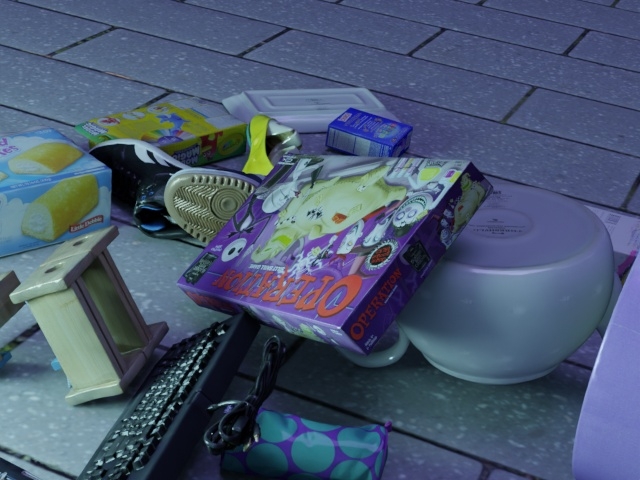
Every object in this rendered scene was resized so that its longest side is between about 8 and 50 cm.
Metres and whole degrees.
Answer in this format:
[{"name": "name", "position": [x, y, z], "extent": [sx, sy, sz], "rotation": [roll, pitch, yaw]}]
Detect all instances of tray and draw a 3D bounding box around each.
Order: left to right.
[{"name": "tray", "position": [-0.011, -0.214, 1.855], "extent": [0.270, 0.030, 0.145], "rotation": [-4, 30, -20]}]

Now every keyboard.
[{"name": "keyboard", "position": [-0.119, 0.150, 1.030], "extent": [0.201, 0.033, 0.317], "rotation": [-21, 19, 23]}]

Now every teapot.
[{"name": "teapot", "position": [0.174, 0.064, 1.194], "extent": [0.252, 0.187, 0.256], "rotation": [-23, 35, -38]}]

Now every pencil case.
[{"name": "pencil case", "position": [-0.015, 0.187, 1.050], "extent": [0.152, 0.064, 0.070], "rotation": [10, 53, 5]}]

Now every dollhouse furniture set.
[{"name": "dollhouse furniture set", "position": [-0.277, 0.086, 1.164], "extent": [0.184, 0.129, 0.129], "rotation": [-16, 19, 22]}]

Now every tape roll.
[{"name": "tape roll", "position": [0.322, 0.106, 1.050], "extent": [0.090, 0.275, 0.275], "rotation": [21, 31, 24]}]

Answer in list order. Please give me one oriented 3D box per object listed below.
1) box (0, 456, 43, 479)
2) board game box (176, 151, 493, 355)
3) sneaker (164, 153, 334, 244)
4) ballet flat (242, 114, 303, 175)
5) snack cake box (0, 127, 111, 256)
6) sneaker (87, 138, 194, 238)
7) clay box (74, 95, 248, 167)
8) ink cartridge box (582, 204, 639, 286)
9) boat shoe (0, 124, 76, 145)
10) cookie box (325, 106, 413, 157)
[{"name": "box", "position": [-0.259, 0.309, 0.733], "extent": [0.318, 0.097, 0.395], "rotation": [18, 29, 24]}, {"name": "board game box", "position": [0.000, 0.000, 1.182], "extent": [0.208, 0.056, 0.347], "rotation": [-55, 29, -16]}, {"name": "sneaker", "position": [-0.056, -0.053, 1.445], "extent": [0.282, 0.099, 0.153], "rotation": [13, 29, -13]}, {"name": "ballet flat", "position": [-0.062, -0.119, 1.602], "extent": [0.077, 0.077, 0.231], "rotation": [-27, 26, 19]}, {"name": "snack cake box", "position": [-0.405, -0.051, 1.394], "extent": [0.264, 0.089, 0.152], "rotation": [-17, 36, -38]}, {"name": "sneaker", "position": [-0.229, -0.065, 1.467], "extent": [0.217, 0.079, 0.121], "rotation": [17, 28, 17]}, {"name": "clay box", "position": [-0.229, -0.146, 1.651], "extent": [0.222, 0.053, 0.127], "rotation": [-20, 38, -39]}, {"name": "ink cartridge box", "position": [0.403, 0.026, 1.447], "extent": [0.198, 0.067, 0.115], "rotation": [16, 29, 20]}, {"name": "boat shoe", "position": [-0.398, -0.107, 1.540], "extent": [0.063, 0.066, 0.184], "rotation": [18, 20, 23]}, {"name": "cookie box", "position": [0.074, -0.158, 1.750], "extent": [0.107, 0.040, 0.092], "rotation": [20, 31, 16]}]
